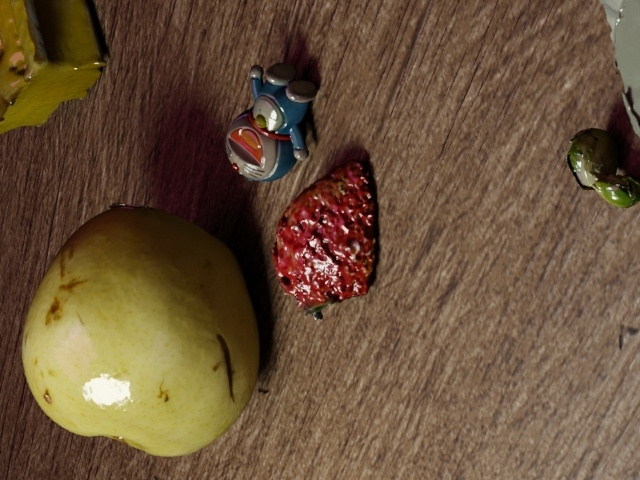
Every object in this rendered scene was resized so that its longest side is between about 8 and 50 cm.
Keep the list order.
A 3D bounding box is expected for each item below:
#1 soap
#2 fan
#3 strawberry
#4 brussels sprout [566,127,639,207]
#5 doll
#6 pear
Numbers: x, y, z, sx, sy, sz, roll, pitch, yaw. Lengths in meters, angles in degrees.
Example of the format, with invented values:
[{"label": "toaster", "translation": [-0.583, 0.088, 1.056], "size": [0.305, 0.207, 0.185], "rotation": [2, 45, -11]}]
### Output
[{"label": "soap", "translation": [-0.435, -0.324, 2.750], "size": [0.259, 0.143, 0.281], "rotation": [-36, 69, 56]}, {"label": "fan", "translation": [0.265, -0.182, 1.615], "size": [0.310, 0.010, 0.182], "rotation": [50, 140, 39]}, {"label": "strawberry", "translation": [0.000, 0.003, 2.113], "size": [0.192, 0.085, 0.140], "rotation": [-42, 61, 57]}, {"label": "brussels sprout", "translation": [0.248, -0.058, 1.658], "size": [0.083, 0.046, 0.051], "rotation": [59, 153, 32]}, {"label": "doll", "translation": [-0.057, -0.127, 2.175], "size": [0.114, 0.085, 0.152], "rotation": [44, 129, 20]}, {"label": "pear", "translation": [-0.219, 0.114, 2.353], "size": [0.309, 0.309, 0.309], "rotation": [32, 127, 55]}]
